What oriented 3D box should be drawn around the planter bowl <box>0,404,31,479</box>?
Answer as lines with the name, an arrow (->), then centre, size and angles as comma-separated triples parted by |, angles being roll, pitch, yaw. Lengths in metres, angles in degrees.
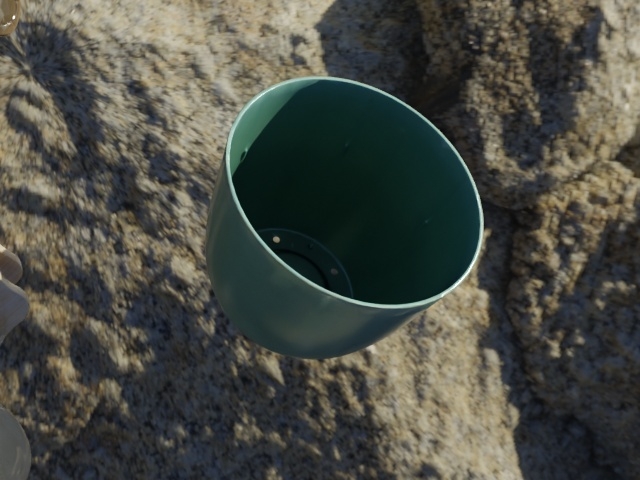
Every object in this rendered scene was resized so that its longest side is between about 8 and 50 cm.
planter bowl -> -0.391, 0.245, 0.922 | 0.162, 0.109, 0.162 | 0, 112, 0

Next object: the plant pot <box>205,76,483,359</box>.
plant pot -> 0.000, 0.000, 1.036 | 0.293, 0.235, 0.293 | 12, 55, -18

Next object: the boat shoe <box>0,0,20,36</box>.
boat shoe -> -0.299, -0.191, 0.620 | 0.190, 0.072, 0.068 | 38, 57, -56

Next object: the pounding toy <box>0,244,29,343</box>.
pounding toy -> -0.455, 0.073, 1.012 | 0.269, 0.155, 0.154 | -46, 133, 14
